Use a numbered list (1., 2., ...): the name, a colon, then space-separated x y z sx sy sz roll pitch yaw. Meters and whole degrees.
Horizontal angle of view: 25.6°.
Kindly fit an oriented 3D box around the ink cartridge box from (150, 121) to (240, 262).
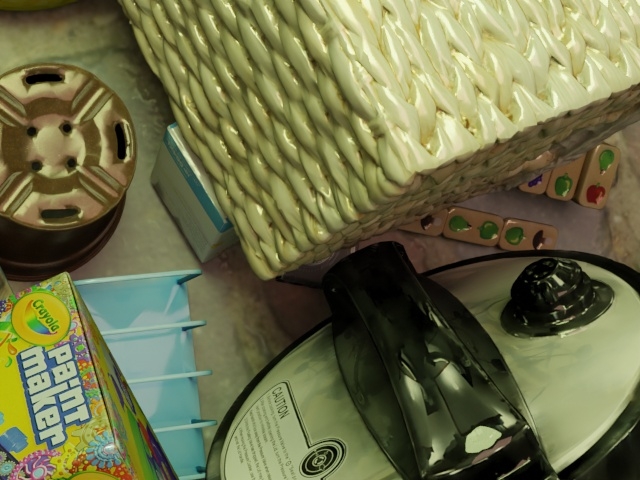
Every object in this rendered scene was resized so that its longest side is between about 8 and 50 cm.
1. ink cartridge box: -0.075 -0.052 1.146 0.092 0.143 0.090 -30 84 -20

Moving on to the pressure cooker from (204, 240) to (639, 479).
1. pressure cooker: 0.122 0.200 1.015 0.375 0.370 0.420 -47 123 -39

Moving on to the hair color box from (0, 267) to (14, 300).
1. hair color box: -0.378 0.120 1.001 0.347 0.105 0.174 -34 132 -19

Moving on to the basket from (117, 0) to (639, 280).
1. basket: 0.043 -0.175 0.965 0.266 0.328 0.331 -26 87 -23

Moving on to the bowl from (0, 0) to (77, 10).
1. bowl: -0.247 -0.321 1.062 0.289 0.156 0.289 0 97 1

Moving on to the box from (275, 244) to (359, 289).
1. box: 0.000 0.000 1.225 0.067 0.018 0.083 12 80 -17

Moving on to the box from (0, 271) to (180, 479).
1. box: -0.225 0.225 0.936 0.279 0.177 0.290 -23 129 -4

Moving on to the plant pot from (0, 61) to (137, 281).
1. plant pot: -0.216 -0.060 1.085 0.167 0.165 0.167 3 81 -18

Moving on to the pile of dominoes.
1. pile of dominoes: 0.145 -0.089 1.224 0.251 0.040 0.196 10 104 -23

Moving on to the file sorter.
1. file sorter: -0.147 0.112 1.118 0.118 0.104 0.170 -5 85 -18
